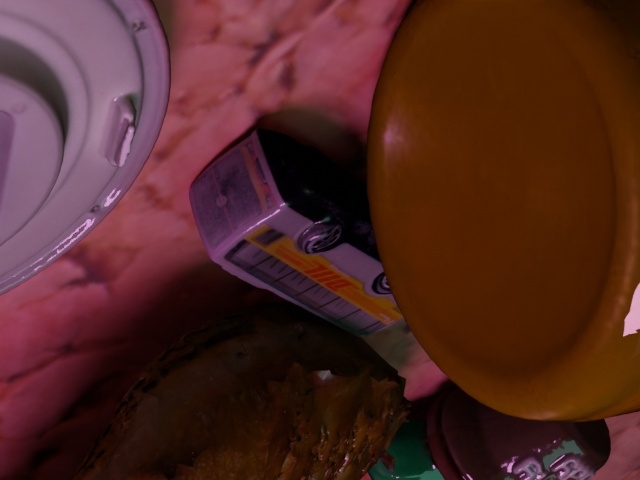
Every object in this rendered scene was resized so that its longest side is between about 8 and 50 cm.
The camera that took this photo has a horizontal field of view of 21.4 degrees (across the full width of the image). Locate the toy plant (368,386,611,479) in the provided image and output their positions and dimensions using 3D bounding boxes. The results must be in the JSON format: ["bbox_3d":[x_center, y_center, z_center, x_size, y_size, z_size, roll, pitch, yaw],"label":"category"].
[{"bbox_3d":[0.095,0.159,1.155,0.200,0.105,0.143,-30,142,23],"label":"toy plant"}]

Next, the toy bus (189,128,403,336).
[{"bbox_3d":[0.000,0.000,0.892,0.072,0.057,0.172,-32,149,19],"label":"toy bus"}]

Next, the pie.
[{"bbox_3d":[-0.085,0.161,0.950,0.288,0.103,0.355,-54,161,22],"label":"pie"}]

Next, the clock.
[{"bbox_3d":[-0.174,-0.039,0.695,0.244,0.056,0.244,-20,147,-14],"label":"clock"}]

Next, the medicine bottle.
[{"bbox_3d":[0.234,-0.041,0.868,0.384,0.224,0.224,-7,142,-34],"label":"medicine bottle"}]
